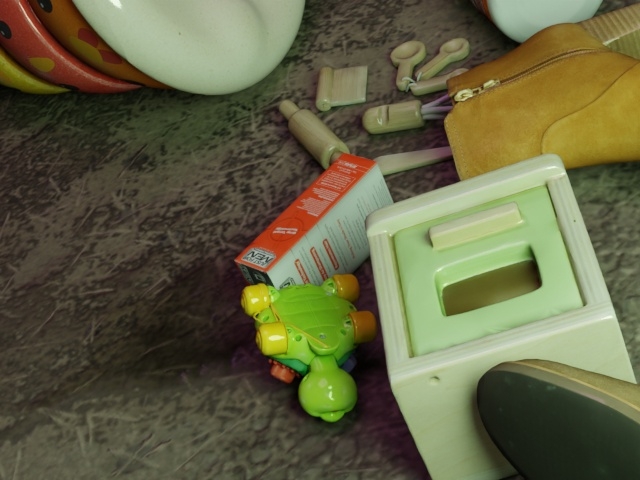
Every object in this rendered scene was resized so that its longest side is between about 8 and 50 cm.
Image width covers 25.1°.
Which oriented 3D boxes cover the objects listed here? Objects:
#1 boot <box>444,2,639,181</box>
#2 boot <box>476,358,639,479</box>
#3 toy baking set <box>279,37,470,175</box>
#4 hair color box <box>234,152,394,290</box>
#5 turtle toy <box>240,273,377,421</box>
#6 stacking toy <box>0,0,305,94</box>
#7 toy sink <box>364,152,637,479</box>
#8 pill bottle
[{"bbox_3d":[0.214,-0.080,1.149,0.211,0.104,0.295,-24,34,8],"label":"boot"},{"bbox_3d":[0.241,0.133,0.853,0.305,0.112,0.115,21,47,26],"label":"boot"},{"bbox_3d":[0.074,-0.124,1.329,0.197,0.030,0.256,-28,37,-5],"label":"toy baking set"},{"bbox_3d":[0.000,0.000,1.185,0.043,0.072,0.141,19,54,42],"label":"hair color box"},{"bbox_3d":[-0.006,0.081,1.092,0.095,0.066,0.130,-6,36,-14],"label":"turtle toy"},{"bbox_3d":[-0.283,-0.264,1.554,0.480,0.350,0.350,-19,32,41],"label":"stacking toy"},{"bbox_3d":[0.123,0.036,1.020,0.153,0.131,0.234,-17,37,10],"label":"toy sink"},{"bbox_3d":[0.177,-0.284,1.391,0.121,0.121,0.221,-27,37,-4],"label":"pill bottle"}]
